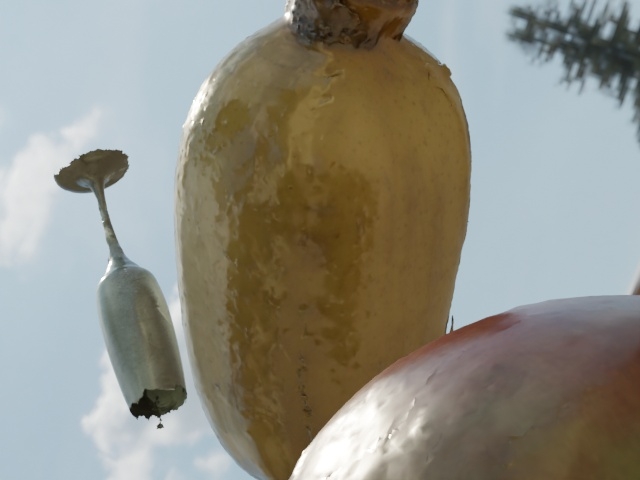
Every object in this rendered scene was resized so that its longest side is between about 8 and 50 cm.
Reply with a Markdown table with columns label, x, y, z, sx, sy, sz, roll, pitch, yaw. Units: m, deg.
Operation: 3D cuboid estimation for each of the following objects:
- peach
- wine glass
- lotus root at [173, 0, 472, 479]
| label | x | y | z | sx | sy | sz | roll | pitch | yaw |
| --- | --- | --- | --- | --- | --- | --- | --- | --- | --- |
| peach | 0.099 | 0.147 | 0.418 | 0.252 | 0.252 | 0.252 | -48 | -29 | -38 |
| wine glass | -0.170 | 0.039 | 1.164 | 0.074 | 0.262 | 0.074 | -15 | -31 | -10 |
| lotus root | 0.000 | -0.001 | 0.674 | 0.146 | 0.130 | 0.303 | -17 | -62 | -43 |
